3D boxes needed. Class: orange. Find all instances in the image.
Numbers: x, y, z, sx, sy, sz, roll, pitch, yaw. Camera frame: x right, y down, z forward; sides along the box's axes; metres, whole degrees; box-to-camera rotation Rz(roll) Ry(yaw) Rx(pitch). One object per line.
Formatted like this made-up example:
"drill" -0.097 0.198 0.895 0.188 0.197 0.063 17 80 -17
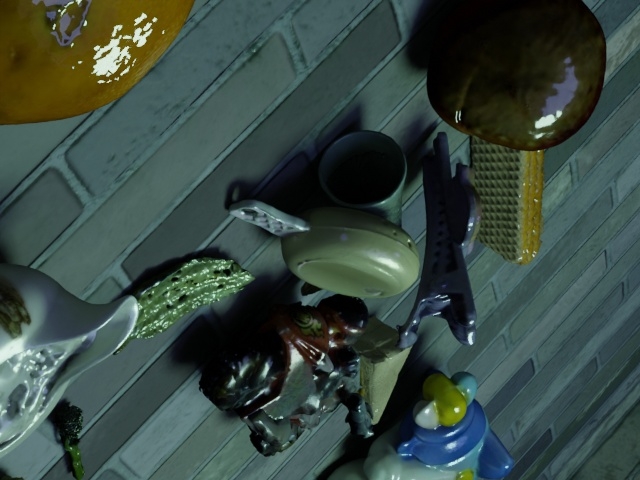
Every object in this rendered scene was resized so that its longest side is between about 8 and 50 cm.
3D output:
"orange" -0.194 -0.198 0.964 0.261 0.261 0.261 -38 152 -25

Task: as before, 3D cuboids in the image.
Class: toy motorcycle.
"toy motorcycle" -0.014 0.169 1.872 0.207 0.134 0.401 -41 152 -6

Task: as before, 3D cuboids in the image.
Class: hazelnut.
"hazelnut" 0.214 -0.195 1.721 0.208 0.208 0.208 -38 152 -25

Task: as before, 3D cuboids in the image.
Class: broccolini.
"broccolini" -0.256 0.218 1.645 0.030 0.035 0.140 -34 151 -24

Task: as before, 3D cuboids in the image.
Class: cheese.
"cheese" 0.000 0.000 1.663 0.227 0.137 0.064 25 62 -35

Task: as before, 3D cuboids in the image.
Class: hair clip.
"hair clip" 0.148 0.010 1.813 0.137 0.090 0.278 92 7 -58

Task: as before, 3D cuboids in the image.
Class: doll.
"doll" 0.143 0.342 2.290 0.365 0.187 0.376 -48 174 12

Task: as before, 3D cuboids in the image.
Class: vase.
"vase" 0.057 -0.031 1.770 0.096 0.096 0.219 -44 157 -14

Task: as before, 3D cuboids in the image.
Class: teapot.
"teapot" -0.296 0.127 1.338 0.298 0.139 0.204 -48 157 -8

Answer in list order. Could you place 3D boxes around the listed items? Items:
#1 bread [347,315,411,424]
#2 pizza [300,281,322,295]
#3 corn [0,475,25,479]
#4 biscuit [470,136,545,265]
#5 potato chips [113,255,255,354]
"bread" 0.046 0.182 2.042 0.105 0.077 0.152 -23 140 -51
"pizza" -0.004 0.031 1.821 0.078 0.025 0.083 -44 147 -26
"corn" -0.310 0.347 1.675 0.086 0.086 0.288 -39 150 -24
"biscuit" 0.239 -0.091 1.982 0.054 0.094 0.378 -42 154 -19
"potato chips" -0.137 0.055 1.630 0.207 0.028 0.092 -24 145 -41
